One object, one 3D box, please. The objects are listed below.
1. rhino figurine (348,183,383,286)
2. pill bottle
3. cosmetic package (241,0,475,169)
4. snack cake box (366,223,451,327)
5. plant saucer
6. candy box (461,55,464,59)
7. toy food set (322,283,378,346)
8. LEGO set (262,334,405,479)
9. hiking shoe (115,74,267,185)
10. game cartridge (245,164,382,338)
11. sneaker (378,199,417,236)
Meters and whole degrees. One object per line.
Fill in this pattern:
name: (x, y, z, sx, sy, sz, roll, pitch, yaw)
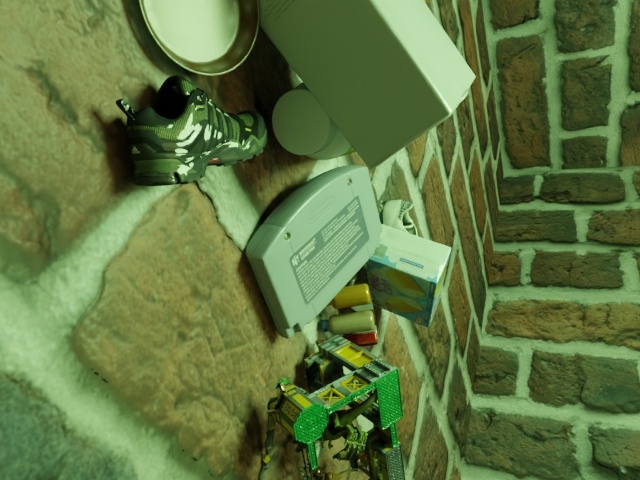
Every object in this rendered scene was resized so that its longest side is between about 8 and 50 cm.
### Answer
rhino figurine: (0.074, -0.016, 1.064, 0.106, 0.073, 0.243, 44, 53, -60)
pill bottle: (0.022, -0.213, 0.887, 0.246, 0.137, 0.136, -32, 118, -59)
cosmetic package: (0.043, -0.321, 0.738, 0.385, 0.156, 0.217, 54, 37, -9)
snack cake box: (0.187, 0.084, 1.117, 0.089, 0.152, 0.264, -63, 161, -22)
plant saucer: (-0.149, -0.288, 0.624, 0.169, 0.029, 0.168, -13, 108, -45)
candy box: (0.267, -0.433, 1.317, 0.109, 0.187, 0.053, -18, 103, -61)
toy food set: (0.058, 0.162, 1.044, 0.232, 0.105, 0.111, 62, 20, -73)
LEGO set: (0.007, 0.325, 0.883, 0.255, 0.192, 0.331, -29, 116, -27)
hiking shoe: (-0.140, -0.145, 0.622, 0.227, 0.086, 0.114, -44, 131, -54)
game cartridge: (0.000, 0.000, 0.873, 0.294, 0.060, 0.195, -43, 133, -37)
sneaker: (0.194, 0.013, 1.280, 0.090, 0.095, 0.234, -46, 132, -56)
